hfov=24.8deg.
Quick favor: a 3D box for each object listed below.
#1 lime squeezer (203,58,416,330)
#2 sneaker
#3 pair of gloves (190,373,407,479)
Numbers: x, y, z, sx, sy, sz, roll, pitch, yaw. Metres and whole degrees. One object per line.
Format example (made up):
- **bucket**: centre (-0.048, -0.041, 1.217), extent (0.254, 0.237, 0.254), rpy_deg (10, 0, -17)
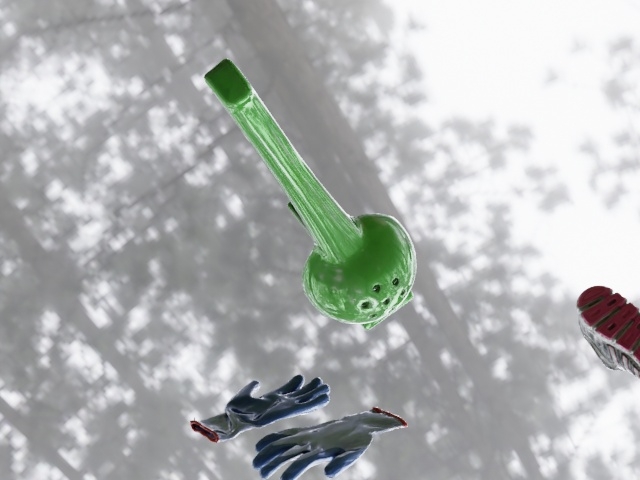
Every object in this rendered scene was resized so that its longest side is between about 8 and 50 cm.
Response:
- **lime squeezer**: centre (0.000, 0.000, 0.729), extent (0.110, 0.310, 0.059), rpy_deg (36, -93, 9)
- **sneaker**: centre (0.326, 0.113, 1.465), extent (0.170, 0.075, 0.063), rpy_deg (39, -101, 11)
- **pair of gloves**: centre (-0.026, 0.177, 1.388), extent (0.159, 0.023, 0.198), rpy_deg (-18, -157, -38)
